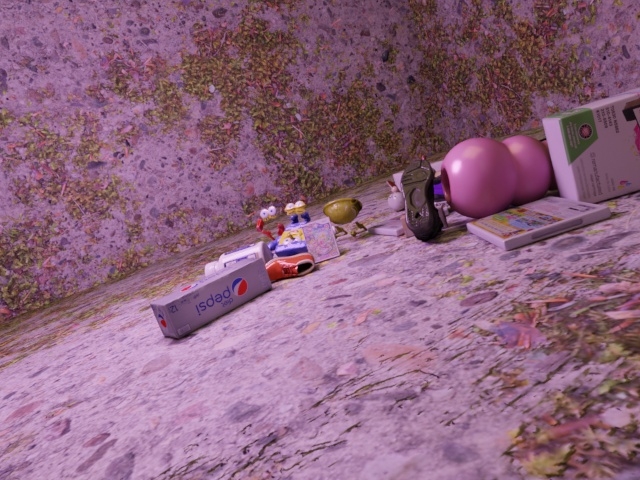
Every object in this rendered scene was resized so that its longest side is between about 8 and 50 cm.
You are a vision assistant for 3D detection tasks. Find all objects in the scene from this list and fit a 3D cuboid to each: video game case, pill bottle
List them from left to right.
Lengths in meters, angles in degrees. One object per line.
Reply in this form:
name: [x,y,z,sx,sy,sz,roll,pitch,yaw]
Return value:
pill bottle: [-0.238,0.081,1.330,0.187,0.111,0.112,-17,10,8]
video game case: [0.000,0.000,1.314,0.087,0.121,0.011,-18,-15,8]
video game case: [0.267,-0.058,1.401,0.184,0.023,0.201,-22,9,-16]
video game case: [0.447,-0.042,0.957,0.207,0.026,0.227,-18,11,4]

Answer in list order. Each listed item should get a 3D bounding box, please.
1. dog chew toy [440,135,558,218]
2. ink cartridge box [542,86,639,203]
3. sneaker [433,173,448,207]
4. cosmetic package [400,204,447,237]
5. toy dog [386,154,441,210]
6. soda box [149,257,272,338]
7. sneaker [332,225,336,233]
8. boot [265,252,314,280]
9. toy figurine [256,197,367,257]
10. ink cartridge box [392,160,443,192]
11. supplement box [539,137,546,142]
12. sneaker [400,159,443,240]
dog chew toy: [0.483,-0.173,1.137,0.333,0.206,0.206,-11,10,5]
ink cartridge box: [0.661,-0.213,0.971,0.279,0.201,0.117,-17,11,11]
sneaker: [0.439,-0.187,1.356,0.294,0.145,0.102,-10,6,18]
cosmetic package: [0.283,-0.052,1.227,0.115,0.060,0.041,-17,9,23]
toy dog: [0.379,-0.239,1.777,0.220,0.160,0.334,-15,11,26]
soda box: [-0.268,0.137,1.134,0.286,0.091,0.098,-27,14,-39]
sneaker: [0.023,-0.039,1.710,0.044,0.040,0.109,-23,10,-12]
boot: [-0.090,0.077,1.242,0.158,0.059,0.084,-19,14,-3]
toy figurine: [-0.038,0.012,1.418,0.363,0.191,0.217,-9,43,17]
ink cartridge box: [0.469,-0.297,2.104,0.172,0.100,0.237,-21,10,-9]
supplement box: [0.835,-0.331,1.644,0.083,0.083,0.056,-25,11,-32]
sneaker: [0.264,-0.096,1.167,0.087,0.227,0.130,-10,-33,20]
